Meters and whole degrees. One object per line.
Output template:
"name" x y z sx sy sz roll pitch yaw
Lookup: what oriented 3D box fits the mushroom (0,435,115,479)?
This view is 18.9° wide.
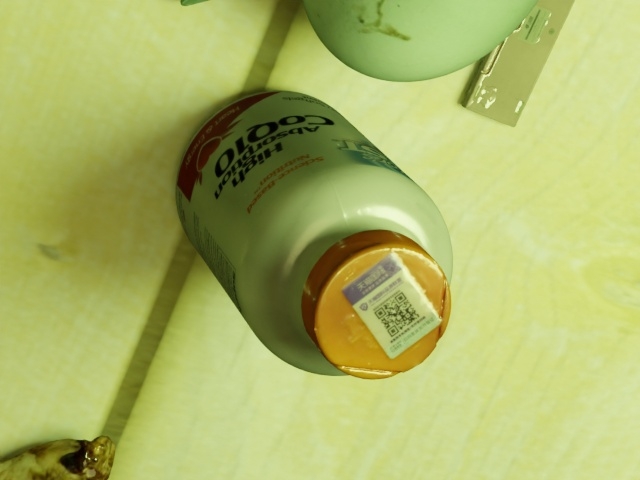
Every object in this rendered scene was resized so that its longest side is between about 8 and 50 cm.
"mushroom" -0.330 0.243 1.453 0.301 0.208 0.233 19 144 -34

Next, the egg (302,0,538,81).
"egg" 0.091 -0.238 1.394 0.183 0.183 0.264 30 97 -25

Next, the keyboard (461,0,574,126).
"keyboard" 0.166 -0.175 1.536 0.055 0.017 0.166 18 103 -28

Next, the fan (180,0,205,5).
"fan" -0.038 -0.207 1.376 0.038 0.193 0.016 -17 88 -41

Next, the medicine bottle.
"medicine bottle" 0.000 0.000 1.392 0.157 0.289 0.157 -6 111 -16
